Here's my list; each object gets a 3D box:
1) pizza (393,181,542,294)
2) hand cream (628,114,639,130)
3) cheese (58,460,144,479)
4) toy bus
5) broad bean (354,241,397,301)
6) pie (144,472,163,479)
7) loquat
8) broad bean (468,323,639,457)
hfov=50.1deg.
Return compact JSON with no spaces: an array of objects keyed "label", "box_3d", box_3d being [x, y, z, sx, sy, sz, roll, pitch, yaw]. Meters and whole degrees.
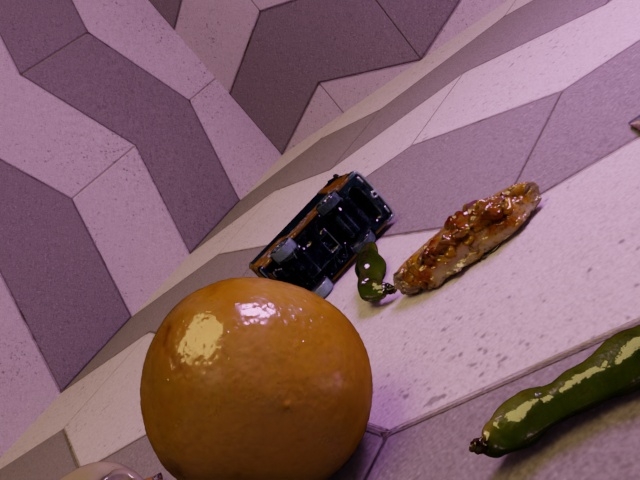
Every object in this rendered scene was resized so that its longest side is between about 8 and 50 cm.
[{"label":"pizza","box_3d":[0.205,-0.009,0.990,0.246,0.058,0.127,-37,15,28]},{"label":"hand cream","box_3d":[0.431,-0.148,0.846,0.067,0.043,0.210,-41,8,22]},{"label":"cheese","box_3d":[-0.350,0.441,0.962,0.233,0.127,0.266,-32,20,32]},{"label":"toy bus","box_3d":[0.000,0.000,1.360,0.275,0.138,0.167,-47,13,-12]},{"label":"broad bean","box_3d":[0.085,0.058,1.134,0.061,0.046,0.195,-28,20,5]},{"label":"pie","box_3d":[-0.326,0.433,1.122,0.169,0.034,0.092,-31,20,23]},{"label":"loquat","box_3d":[-0.070,0.179,0.787,0.274,0.275,0.275,-39,14,12]},{"label":"broad bean","box_3d":[0.234,0.109,0.569,0.256,0.052,0.052,-38,52,17]}]
